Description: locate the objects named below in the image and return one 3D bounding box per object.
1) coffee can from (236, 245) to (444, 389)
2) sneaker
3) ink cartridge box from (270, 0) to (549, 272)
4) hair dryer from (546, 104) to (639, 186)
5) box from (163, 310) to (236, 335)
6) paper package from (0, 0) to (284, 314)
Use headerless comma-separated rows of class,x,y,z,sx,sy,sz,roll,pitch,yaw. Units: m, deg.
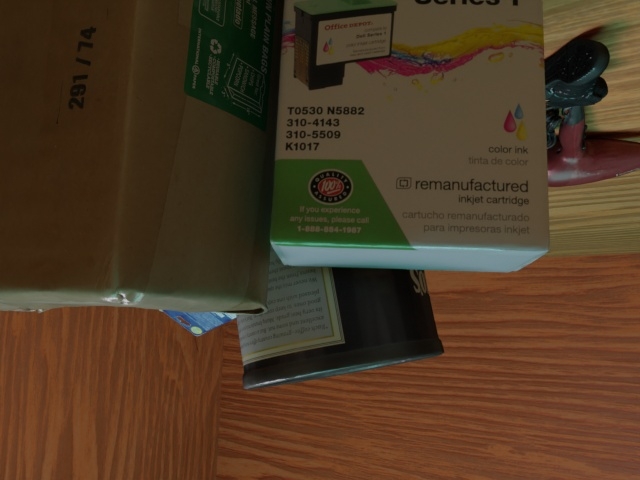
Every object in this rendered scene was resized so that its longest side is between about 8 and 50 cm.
coffee can,0.000,0.000,0.673,0.201,0.275,0.201,-10,167,-2
sneaker,0.310,-0.193,0.769,0.089,0.051,0.170,4,176,-14
ink cartridge box,0.070,-0.120,0.531,0.201,0.278,0.117,2,169,4
hair dryer,0.390,-0.139,1.007,0.293,0.080,0.223,4,171,-18
box,-0.261,0.151,1.570,0.225,0.036,0.136,-26,128,23
paper package,-0.196,-0.099,0.564,0.309,0.325,0.168,-2,170,32
